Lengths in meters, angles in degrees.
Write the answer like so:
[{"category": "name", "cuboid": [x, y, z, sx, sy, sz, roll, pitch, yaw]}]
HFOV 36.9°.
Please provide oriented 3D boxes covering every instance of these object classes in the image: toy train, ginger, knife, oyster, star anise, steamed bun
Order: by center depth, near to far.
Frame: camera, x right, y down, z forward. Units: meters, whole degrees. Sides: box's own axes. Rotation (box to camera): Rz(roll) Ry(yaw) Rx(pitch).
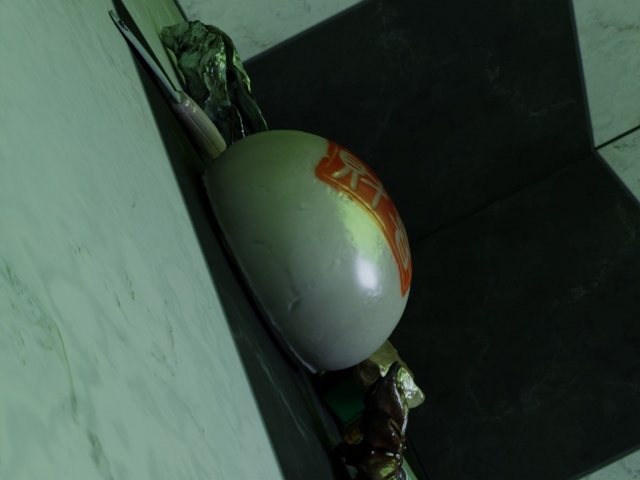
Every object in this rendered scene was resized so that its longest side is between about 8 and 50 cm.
[{"category": "star anise", "cuboid": [0.066, 0.287, 1.306, 0.272, 0.103, 0.271, 2, 90, -81]}, {"category": "steamed bun", "cuboid": [0.000, 0.000, 1.409, 0.374, 0.241, 0.374, 63, 5, -9]}, {"category": "knife", "cuboid": [-0.232, -0.244, 1.466, 0.081, 0.043, 0.336, 57, -1, 40]}, {"category": "ginger", "cuboid": [0.088, 0.194, 1.543, 0.137, 0.074, 0.213, 38, 4, -32]}, {"category": "toy train", "cuboid": [0.053, 0.254, 1.604, 0.136, 0.091, 0.227, 51, 6, -21]}, {"category": "oyster", "cuboid": [-0.205, -0.304, 1.897, 0.351, 0.158, 0.162, 56, -43, 17]}]

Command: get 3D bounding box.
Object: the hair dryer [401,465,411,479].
[{"category": "hair dryer", "cuboid": [0.136, 0.450, 1.403, 0.236, 0.073, 0.131, -111, 175, -53]}]
